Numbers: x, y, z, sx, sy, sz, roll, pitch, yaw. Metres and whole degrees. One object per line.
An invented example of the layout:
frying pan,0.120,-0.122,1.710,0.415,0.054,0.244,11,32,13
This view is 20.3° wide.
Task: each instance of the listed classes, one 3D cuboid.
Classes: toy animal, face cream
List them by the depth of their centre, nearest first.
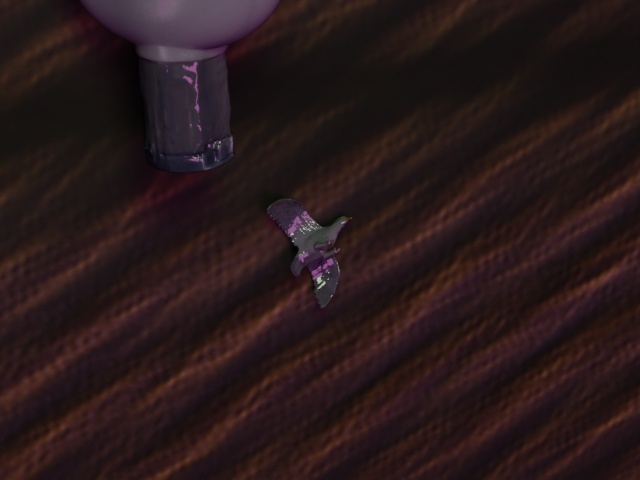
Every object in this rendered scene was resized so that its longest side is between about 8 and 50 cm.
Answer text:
face cream,-0.084,-0.181,0.987,0.144,0.071,0.291,9,117,21
toy animal,0.000,0.001,1.141,0.050,0.028,0.084,-26,120,1
